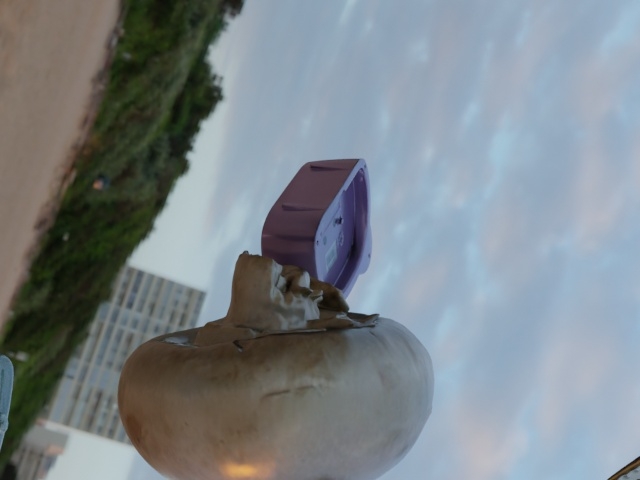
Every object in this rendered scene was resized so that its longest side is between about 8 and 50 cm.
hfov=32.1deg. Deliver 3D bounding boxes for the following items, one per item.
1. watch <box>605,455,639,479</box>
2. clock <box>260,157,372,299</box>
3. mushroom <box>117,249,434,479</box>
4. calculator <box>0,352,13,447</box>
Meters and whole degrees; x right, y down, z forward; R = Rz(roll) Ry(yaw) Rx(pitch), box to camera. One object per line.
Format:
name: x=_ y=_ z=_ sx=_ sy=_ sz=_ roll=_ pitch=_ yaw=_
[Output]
watch: x=0.351 y=0.309 z=1.155 sx=0.268 sy=0.102 sz=0.165 roll=-51 pitch=-146 yaw=29
clock: x=0.000 y=0.000 z=0.953 sx=0.153 sy=0.050 sz=0.110 roll=-57 pitch=146 yaw=-54
mushroom: x=-0.031 y=0.096 z=0.796 sx=0.226 sy=0.226 sz=0.178 roll=-142 pitch=-131 yaw=-76
calculator: x=-0.406 y=0.177 z=1.180 sx=0.246 sy=0.045 sz=0.141 roll=5 pitch=-99 yaw=40
